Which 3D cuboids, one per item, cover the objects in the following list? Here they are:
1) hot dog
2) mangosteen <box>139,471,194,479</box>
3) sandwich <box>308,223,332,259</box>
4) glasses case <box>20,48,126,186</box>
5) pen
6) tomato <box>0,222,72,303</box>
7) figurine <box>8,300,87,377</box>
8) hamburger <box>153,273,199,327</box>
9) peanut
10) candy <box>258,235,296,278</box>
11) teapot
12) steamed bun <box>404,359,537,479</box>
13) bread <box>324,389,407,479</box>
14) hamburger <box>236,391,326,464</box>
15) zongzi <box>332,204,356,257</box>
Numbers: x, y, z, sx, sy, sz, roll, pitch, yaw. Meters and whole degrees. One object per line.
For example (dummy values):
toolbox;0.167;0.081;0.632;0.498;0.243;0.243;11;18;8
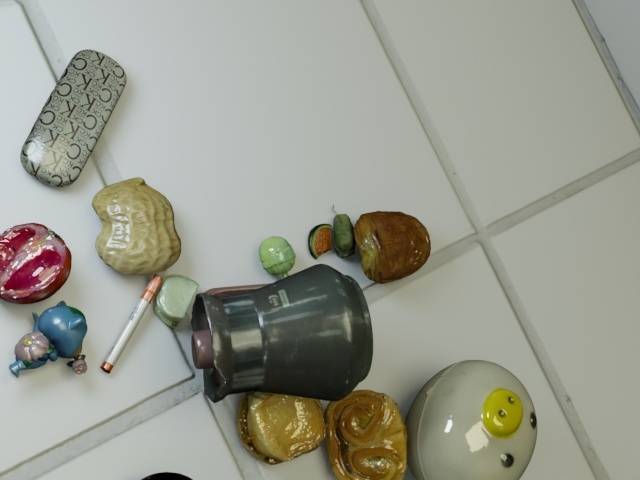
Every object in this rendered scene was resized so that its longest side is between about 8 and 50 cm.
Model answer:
hot dog;0.177;0.015;2.068;0.272;0.122;0.196;-11;89;-49
mangosteen;-0.300;0.560;1.550;0.194;0.230;0.194;4;82;-34
sandwich;-0.003;0.002;2.048;0.069;0.026;0.101;11;71;-32
glasses case;-0.557;-0.282;1.773;0.137;0.085;0.354;29;60;-21
pen;-0.413;0.181;1.719;0.028;0.028;0.239;33;67;-17
tomato;-0.601;0.062;1.628;0.189;0.099;0.173;35;67;30
figurine;-0.550;0.221;1.605;0.178;0.114;0.144;-42;120;-23
hamburger;-0.338;0.128;1.787;0.084;0.054;0.121;32;57;-12
peanut;-0.415;-0.034;1.760;0.197;0.110;0.233;-3;77;-32
candy;-0.056;0.144;1.946;0.092;0.093;0.335;-29;99;-18
teapot;-0.108;0.196;1.719;0.362;0.376;0.305;-4;115;-20
steamed bun;0.372;0.476;1.938;0.334;0.334;0.374;52;53;-5
bread;0.106;0.470;1.851;0.120;0.198;0.236;0;79;-68
hamburger;-0.092;0.410;1.801;0.214;0.108;0.213;10;70;-28
zongzi;0.062;-0.041;2.040;0.062;0.130;0.154;-5;73;-1
